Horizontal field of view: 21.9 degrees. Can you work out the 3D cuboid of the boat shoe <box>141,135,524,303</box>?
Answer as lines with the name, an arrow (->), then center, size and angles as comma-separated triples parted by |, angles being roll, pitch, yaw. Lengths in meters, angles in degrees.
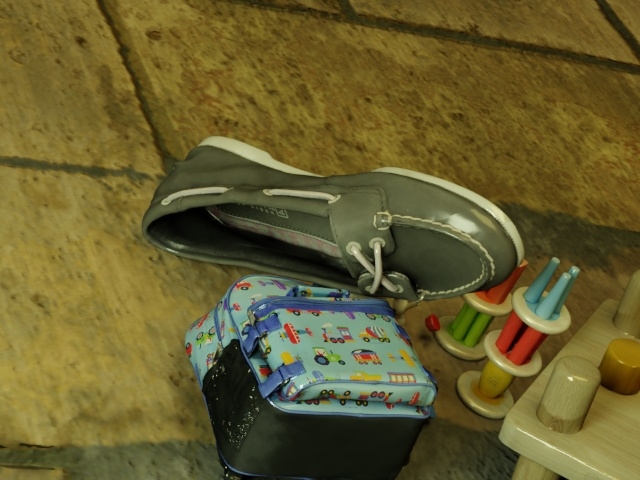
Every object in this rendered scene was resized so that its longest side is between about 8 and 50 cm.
boat shoe -> 0.000, 0.000, 1.275 | 0.335, 0.112, 0.095 | 14, 50, 39

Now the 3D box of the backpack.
backpack -> -0.014, 0.089, 1.221 | 0.158, 0.117, 0.173 | 8, 35, -29

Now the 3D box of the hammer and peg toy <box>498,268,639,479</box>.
hammer and peg toy -> 0.342, 0.177, 1.292 | 0.361, 0.127, 0.266 | 27, 32, 18

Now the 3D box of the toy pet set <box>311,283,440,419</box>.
toy pet set -> 0.040, 0.079, 1.344 | 0.114, 0.065, 0.122 | 53, 26, -27

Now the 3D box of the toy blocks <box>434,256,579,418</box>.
toy blocks -> 0.156, 0.053, 1.359 | 0.054, 0.148, 0.123 | 10, 37, -25
